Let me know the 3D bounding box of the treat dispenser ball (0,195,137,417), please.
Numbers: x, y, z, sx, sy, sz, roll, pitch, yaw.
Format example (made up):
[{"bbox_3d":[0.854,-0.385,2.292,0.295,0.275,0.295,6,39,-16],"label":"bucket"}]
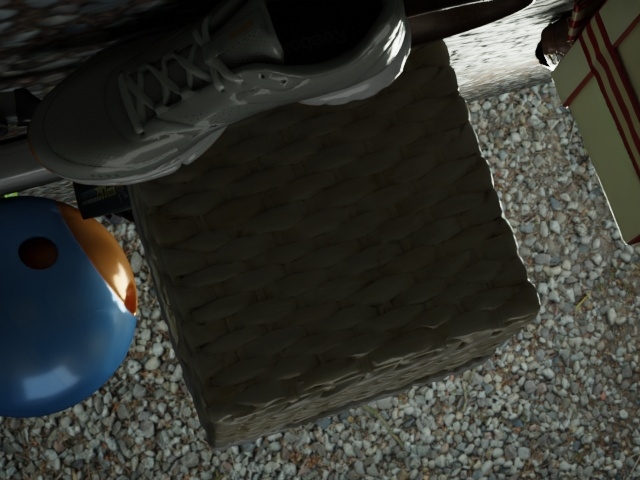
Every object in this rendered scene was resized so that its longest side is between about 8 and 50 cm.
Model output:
[{"bbox_3d":[-0.383,0.085,1.337,0.288,0.288,0.288,-14,-177,1],"label":"treat dispenser ball"}]

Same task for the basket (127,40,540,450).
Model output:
[{"bbox_3d":[0.000,0.000,0.999,0.331,0.328,0.266,-17,170,-10],"label":"basket"}]

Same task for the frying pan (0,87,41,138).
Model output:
[{"bbox_3d":[-0.257,-0.082,0.712,0.326,0.053,0.197,-16,-177,3],"label":"frying pan"}]

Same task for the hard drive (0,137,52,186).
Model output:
[{"bbox_3d":[-0.254,-0.113,1.218,0.353,0.047,0.233,-15,-176,0],"label":"hard drive"}]

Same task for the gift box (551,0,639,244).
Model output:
[{"bbox_3d":[0.422,-0.177,1.063,0.255,0.258,0.276,-13,163,-18],"label":"gift box"}]

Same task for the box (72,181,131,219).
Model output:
[{"bbox_3d":[-0.168,-0.084,1.280,0.233,0.059,0.183,-16,-176,-31],"label":"box"}]

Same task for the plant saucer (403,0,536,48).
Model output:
[{"bbox_3d":[0.068,-0.177,0.804,0.198,0.036,0.198,-15,-176,1],"label":"plant saucer"}]

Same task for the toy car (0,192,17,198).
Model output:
[{"bbox_3d":[-0.517,0.013,1.480,0.155,0.188,0.149,-14,-177,9],"label":"toy car"}]

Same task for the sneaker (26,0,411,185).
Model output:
[{"bbox_3d":[-0.067,-0.113,0.648,0.262,0.099,0.121,-22,176,-2],"label":"sneaker"}]

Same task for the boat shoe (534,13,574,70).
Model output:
[{"bbox_3d":[0.317,-0.256,1.349,0.073,0.073,0.207,-12,176,11],"label":"boat shoe"}]

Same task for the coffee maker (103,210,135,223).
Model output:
[{"bbox_3d":[-0.241,-0.092,1.462,0.171,0.120,0.178,-16,-176,-17],"label":"coffee maker"}]
